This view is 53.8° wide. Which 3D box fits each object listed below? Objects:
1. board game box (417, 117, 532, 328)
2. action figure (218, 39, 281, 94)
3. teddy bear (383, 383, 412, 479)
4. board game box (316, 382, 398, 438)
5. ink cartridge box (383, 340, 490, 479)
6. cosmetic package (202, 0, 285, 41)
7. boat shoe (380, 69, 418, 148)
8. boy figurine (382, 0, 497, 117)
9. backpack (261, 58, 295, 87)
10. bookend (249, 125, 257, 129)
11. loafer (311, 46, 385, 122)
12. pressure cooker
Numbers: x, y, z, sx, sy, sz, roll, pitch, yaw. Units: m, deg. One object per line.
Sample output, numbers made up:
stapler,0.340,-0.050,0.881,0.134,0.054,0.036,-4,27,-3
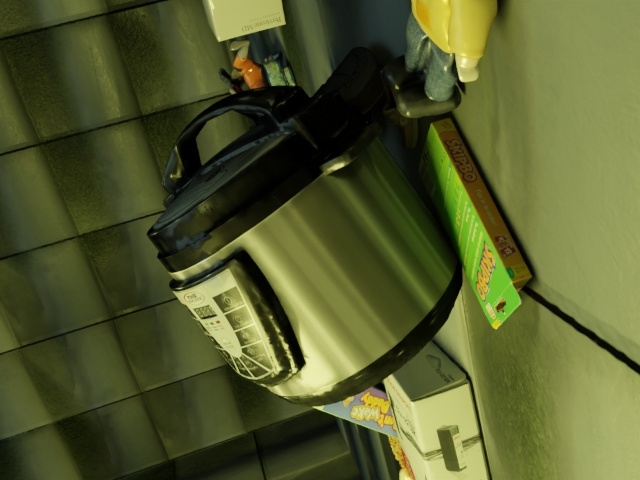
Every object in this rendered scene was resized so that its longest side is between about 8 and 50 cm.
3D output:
board game box,0.197,-0.021,0.823,0.124,0.039,0.259,91,163,-66
action figure,-0.166,-0.478,2.015,0.341,0.178,0.330,46,180,-5
teddy bear,0.209,0.491,1.518,0.338,0.113,0.245,-118,11,-51
board game box,0.054,0.320,1.350,0.347,0.078,0.233,30,173,-35
ink cartridge box,0.214,0.352,1.186,0.197,0.114,0.272,-132,27,-72
cosmetic package,-0.223,-0.715,1.576,0.155,0.197,0.365,-118,12,-49
boat shoe,0.115,-0.199,0.947,0.050,0.045,0.135,-124,18,-62
boy figurine,0.125,-0.247,0.654,0.285,0.092,0.177,84,169,-65
backpack,-0.121,-0.458,1.800,0.105,0.084,0.114,-159,47,-79
bookend,-0.109,-0.278,1.850,0.072,0.156,0.157,-142,34,-75
loafer,0.053,-0.234,1.124,0.130,0.133,0.366,37,175,-10
pressure cooker,-0.044,-0.017,0.935,0.420,0.370,0.375,53,-173,-15
